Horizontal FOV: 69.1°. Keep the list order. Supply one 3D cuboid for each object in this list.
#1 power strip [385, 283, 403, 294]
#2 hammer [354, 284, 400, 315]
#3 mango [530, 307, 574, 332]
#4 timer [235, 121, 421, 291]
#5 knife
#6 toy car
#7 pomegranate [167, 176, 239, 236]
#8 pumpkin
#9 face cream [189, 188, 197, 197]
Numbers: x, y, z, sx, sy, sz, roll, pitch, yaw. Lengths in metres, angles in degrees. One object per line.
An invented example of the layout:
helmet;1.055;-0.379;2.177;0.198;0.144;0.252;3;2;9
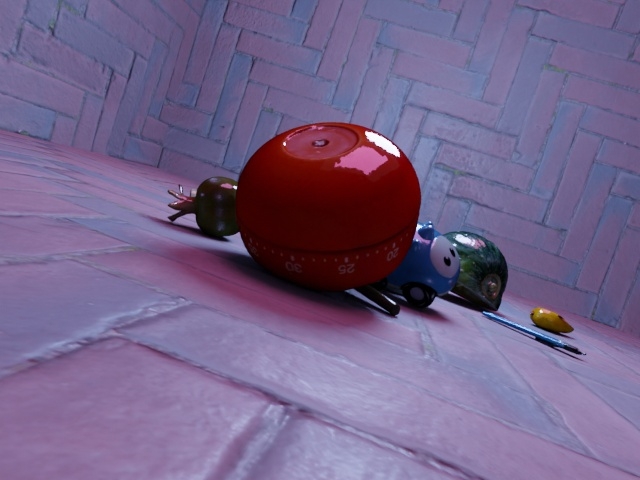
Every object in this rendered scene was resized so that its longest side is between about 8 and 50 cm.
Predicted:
power strip;0.186;0.104;1.313;0.253;0.054;0.167;21;8;25
hammer;0.038;0.071;1.049;0.365;0.043;0.111;33;-25;44
mango;0.804;0.284;1.619;0.187;0.066;0.101;23;-5;-21
timer;0.014;-0.080;0.953;0.377;0.280;0.378;-2;37;2
knife;0.583;0.257;1.299;0.044;0.026;0.296;19;1;-40
toy car;0.222;0.031;1.152;0.255;0.190;0.188;24;42;24
pomegranate;-0.278;-0.082;1.153;0.190;0.152;0.131;-3;15;-10
pumpkin;0.505;0.083;1.593;0.292;0.197;0.263;36;-10;-24
face cream;-0.335;-0.123;1.591;0.223;0.114;0.070;8;34;-20
